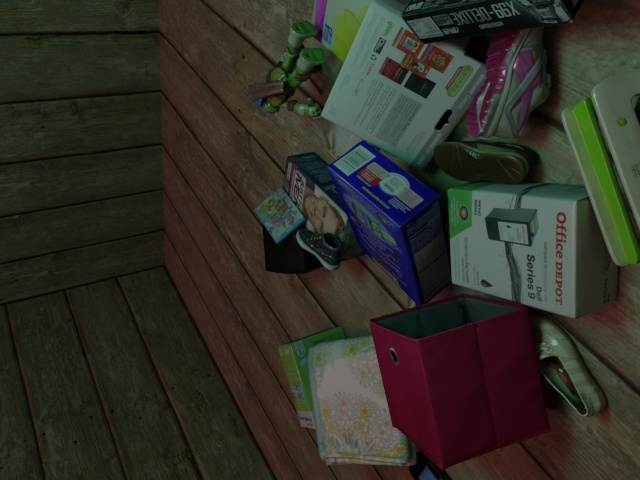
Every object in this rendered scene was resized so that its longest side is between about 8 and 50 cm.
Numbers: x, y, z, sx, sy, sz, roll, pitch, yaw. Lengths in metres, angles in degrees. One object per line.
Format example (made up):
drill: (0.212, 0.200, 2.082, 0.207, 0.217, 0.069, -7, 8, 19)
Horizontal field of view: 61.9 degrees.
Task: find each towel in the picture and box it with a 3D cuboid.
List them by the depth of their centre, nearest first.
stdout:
towel: (0.117, 0.478, 1.589, 0.321, 0.090, 0.374, -16, 77, 36)

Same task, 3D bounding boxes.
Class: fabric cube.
fabric cube: (0.281, 0.276, 1.130, 0.254, 0.259, 0.258, -175, 73, -74)

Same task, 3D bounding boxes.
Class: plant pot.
plant pot: (-0.063, 0.011, 1.748, 0.167, 0.188, 0.187, 19, 119, 45)

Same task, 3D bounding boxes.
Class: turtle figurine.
turtle figurine: (-0.037, -0.435, 1.442, 0.266, 0.275, 0.197, 126, 164, -57)

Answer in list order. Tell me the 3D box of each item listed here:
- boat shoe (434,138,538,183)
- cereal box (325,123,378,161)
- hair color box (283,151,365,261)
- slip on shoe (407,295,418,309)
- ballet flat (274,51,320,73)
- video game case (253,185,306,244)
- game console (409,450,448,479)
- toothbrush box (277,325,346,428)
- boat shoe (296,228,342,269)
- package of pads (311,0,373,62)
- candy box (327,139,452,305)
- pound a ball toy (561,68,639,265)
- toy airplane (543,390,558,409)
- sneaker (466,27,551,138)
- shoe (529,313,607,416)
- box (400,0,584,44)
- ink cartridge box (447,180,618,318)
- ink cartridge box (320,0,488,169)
boat shoe: (0.331, -0.164, 1.082, 0.224, 0.073, 0.080, 22, 131, 52)
cereal box: (0.096, -0.295, 1.456, 0.173, 0.047, 0.240, 56, 145, 32)
hair color box: (0.014, -0.110, 1.624, 0.347, 0.105, 0.173, 47, 141, 40)
slip on shoe: (0.246, 0.149, 1.391, 0.041, 0.051, 0.135, 39, 132, 40)
ballet flat: (-0.073, -0.543, 1.618, 0.203, 0.074, 0.074, 21, 121, 48)
video game case: (-0.129, -0.081, 1.680, 0.166, 0.119, 0.015, 53, -173, 33)
game console: (0.288, 0.638, 1.547, 0.361, 0.044, 0.213, 49, 141, 38)
toothbrush box: (0.005, 0.454, 1.789, 0.122, 0.206, 0.283, -30, 77, 60)
boat shoe: (0.000, 0.000, 1.533, 0.183, 0.065, 0.083, 41, 137, 34)
package of pads: (0.094, -0.552, 1.292, 0.296, 0.101, 0.229, 52, 144, 35)
candy box: (0.170, -0.035, 1.246, 0.268, 0.122, 0.317, 46, 167, 39)
pound a ball toy: (0.488, -0.085, 0.750, 0.208, 0.136, 0.319, 42, -151, -85)
toy airplane: (0.446, 0.354, 1.161, 0.151, 0.028, 0.151, 35, 132, 51)
sneaker: (0.358, -0.296, 0.960, 0.103, 0.111, 0.252, -113, 39, -71)
shoe: (0.467, 0.240, 1.042, 0.219, 0.058, 0.076, 60, 147, 26)
box: (0.305, -0.449, 0.854, 0.307, 0.076, 0.242, 20, 76, 55)
ink cartridge box: (0.388, 0.001, 1.006, 0.289, 0.122, 0.211, 15, 115, 57)
ink cartridge box: (0.186, -0.342, 1.145, 0.272, 0.130, 0.309, 30, 143, -2)
